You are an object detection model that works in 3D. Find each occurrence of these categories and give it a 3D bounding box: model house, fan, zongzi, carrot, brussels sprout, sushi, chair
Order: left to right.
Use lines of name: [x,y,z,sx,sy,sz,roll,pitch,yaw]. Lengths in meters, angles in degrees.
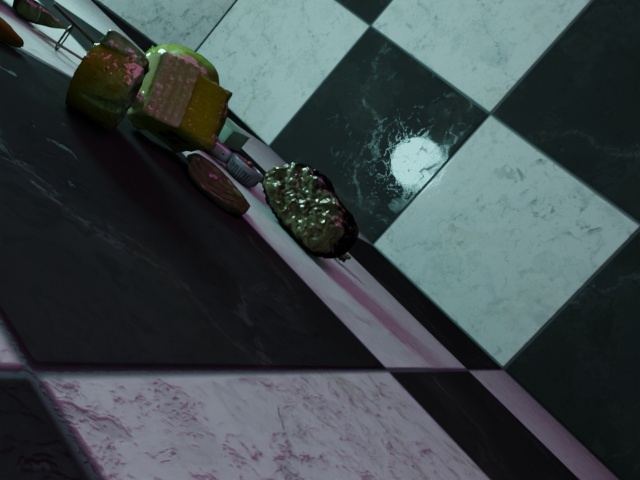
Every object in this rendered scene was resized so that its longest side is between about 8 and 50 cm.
carrot: [-0.702,-0.465,1.287,0.061,0.061,0.210,46,5,32]
zongzi: [-0.788,-0.634,1.733,0.130,0.062,0.154,19,14,-40]
chair: [-0.660,-0.521,1.681,0.222,0.104,0.095,33,36,-24]
model house: [-0.371,-0.356,1.590,0.175,0.193,0.234,8,-15,31]
brussels sprout: [-0.480,-0.533,2.116,0.274,0.242,0.316,25,1,-1]
fan: [-0.301,-0.274,2.091,0.244,0.074,0.130,39,9,-11]
sushi: [-0.030,-0.096,1.946,0.350,0.211,0.171,53,4,17]

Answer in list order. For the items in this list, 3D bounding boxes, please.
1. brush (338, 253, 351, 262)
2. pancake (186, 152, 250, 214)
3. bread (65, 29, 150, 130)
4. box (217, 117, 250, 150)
brush: [0.000,0.000,2.206,0.248,0.036,0.043,36,2,10]
pancake: [-0.272,-0.144,1.630,0.222,0.042,0.236,35,13,-44]
bread: [-0.450,-0.342,1.341,0.124,0.186,0.257,35,1,-19]
box: [-0.394,-0.449,2.562,0.129,0.086,0.225,43,8,7]
